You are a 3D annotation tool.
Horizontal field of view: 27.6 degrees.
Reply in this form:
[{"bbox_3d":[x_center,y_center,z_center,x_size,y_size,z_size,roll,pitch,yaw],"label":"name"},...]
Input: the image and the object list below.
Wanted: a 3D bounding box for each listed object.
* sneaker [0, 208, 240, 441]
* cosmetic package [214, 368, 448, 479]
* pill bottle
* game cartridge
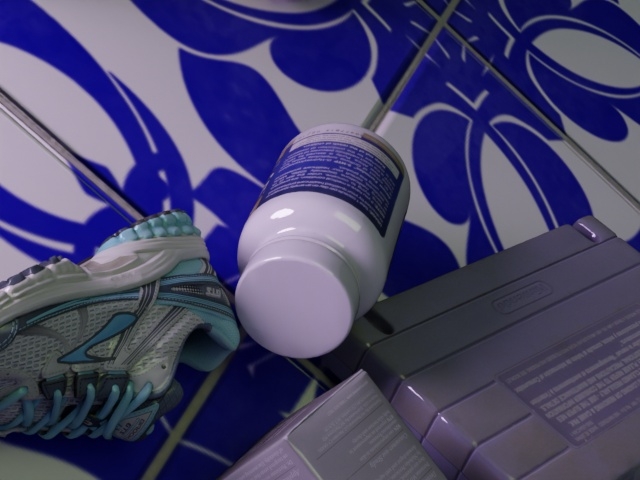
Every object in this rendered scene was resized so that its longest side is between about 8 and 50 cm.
[{"bbox_3d":[-0.146,0.074,0.803,0.283,0.110,0.122,-31,86,-49],"label":"sneaker"},{"bbox_3d":[0.040,0.220,0.841,0.238,0.127,0.107,52,42,1],"label":"cosmetic package"},{"bbox_3d":[0.000,0.000,0.960,0.112,0.112,0.186,40,30,-11],"label":"pill bottle"},{"bbox_3d":[0.197,0.102,1.051,0.355,0.068,0.230,-19,55,-43],"label":"game cartridge"}]
